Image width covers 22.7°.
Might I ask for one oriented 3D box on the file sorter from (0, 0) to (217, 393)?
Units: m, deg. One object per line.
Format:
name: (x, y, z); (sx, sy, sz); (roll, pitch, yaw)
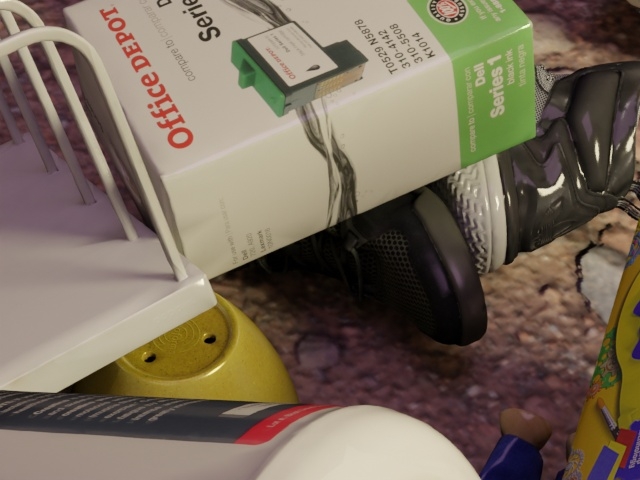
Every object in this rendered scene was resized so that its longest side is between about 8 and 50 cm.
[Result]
file sorter: (-0.219, -0.036, 0.836); (0.193, 0.173, 0.278); (-29, 31, -17)

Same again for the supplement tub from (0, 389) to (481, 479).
supplement tub: (-0.082, 0.150, 0.572); (0.272, 0.191, 0.191); (-1, 41, 33)

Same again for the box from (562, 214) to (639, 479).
box: (0.269, 0.106, 0.672); (0.279, 0.177, 0.290); (43, 46, -18)

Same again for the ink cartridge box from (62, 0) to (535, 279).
ink cartridge box: (-0.014, -0.093, 0.893); (0.219, 0.092, 0.160); (-24, 51, -13)

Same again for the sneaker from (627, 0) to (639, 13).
sneaker: (0.305, -0.231, 1.145); (0.112, 0.121, 0.299); (46, 56, 1)

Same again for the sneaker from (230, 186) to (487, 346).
sneaker: (0.000, 0.000, 0.933); (0.130, 0.087, 0.227); (-24, 48, -19)

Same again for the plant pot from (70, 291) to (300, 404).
plant pot: (-0.075, 0.080, 0.848); (0.134, 0.095, 0.134); (-1, 47, 1)

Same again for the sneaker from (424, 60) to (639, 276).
sneaker: (0.119, -0.098, 1.017); (0.153, 0.101, 0.268); (-10, 53, -10)

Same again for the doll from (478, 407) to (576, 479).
doll: (0.090, 0.176, 0.788); (0.129, 0.046, 0.189); (18, 55, 5)
